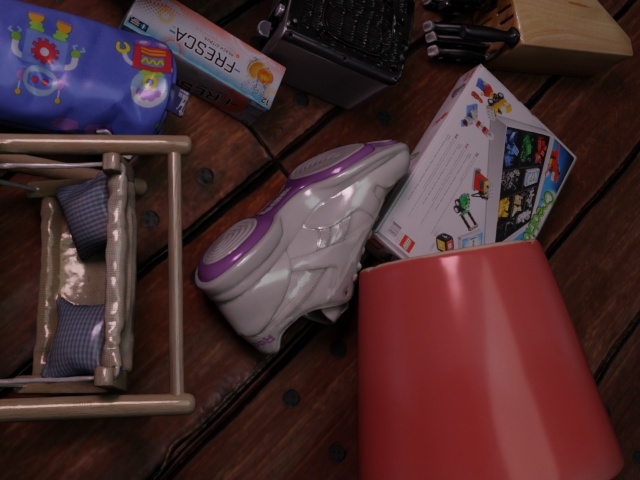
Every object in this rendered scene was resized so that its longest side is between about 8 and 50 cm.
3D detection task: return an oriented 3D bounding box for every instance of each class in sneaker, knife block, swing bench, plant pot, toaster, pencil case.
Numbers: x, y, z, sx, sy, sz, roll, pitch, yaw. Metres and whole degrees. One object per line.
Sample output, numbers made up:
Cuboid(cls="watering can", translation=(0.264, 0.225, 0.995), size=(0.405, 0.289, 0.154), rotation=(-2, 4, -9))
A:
Cuboid(cls="sneaker", translation=(0.000, 0.000, 0.960), size=(0.305, 0.114, 0.152), rotation=(-41, 112, -26))
Cuboid(cls="knife block", translation=(0.276, -0.277, 1.176), size=(0.276, 0.088, 0.242), rotation=(43, 62, -13))
Cuboid(cls="swing bench", translation=(-0.258, 0.034, 0.762), size=(0.255, 0.165, 0.253), rotation=(3, 77, -28))
Cuboid(cls="plant pot", translation=(0.156, 0.134, 0.899), size=(0.275, 0.275, 0.243), rotation=(-7, 83, -30))
Cuboid(cls="toaster", translation=(0.026, -0.265, 1.022), size=(0.186, 0.110, 0.168), rotation=(18, 70, -24))
Cuboid(cls="pencil case", translation=(-0.288, -0.159, 0.818), size=(0.306, 0.119, 0.133), rotation=(9, 68, -26))

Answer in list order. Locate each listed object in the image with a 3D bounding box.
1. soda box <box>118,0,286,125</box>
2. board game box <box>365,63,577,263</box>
Cuboid(cls="soda box", translation=(-0.134, -0.203, 0.950), size=(0.183, 0.058, 0.063), rotation=(29, 66, -19))
Cuboid(cls="board game box", translation=(0.197, -0.056, 1.097), size=(0.193, 0.053, 0.305), rotation=(41, 62, -13))
